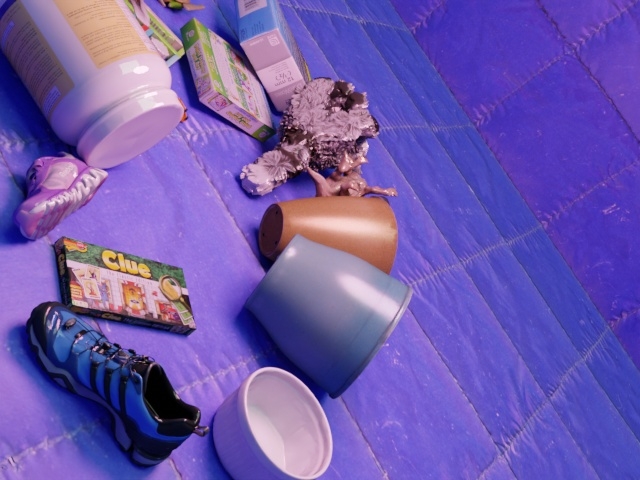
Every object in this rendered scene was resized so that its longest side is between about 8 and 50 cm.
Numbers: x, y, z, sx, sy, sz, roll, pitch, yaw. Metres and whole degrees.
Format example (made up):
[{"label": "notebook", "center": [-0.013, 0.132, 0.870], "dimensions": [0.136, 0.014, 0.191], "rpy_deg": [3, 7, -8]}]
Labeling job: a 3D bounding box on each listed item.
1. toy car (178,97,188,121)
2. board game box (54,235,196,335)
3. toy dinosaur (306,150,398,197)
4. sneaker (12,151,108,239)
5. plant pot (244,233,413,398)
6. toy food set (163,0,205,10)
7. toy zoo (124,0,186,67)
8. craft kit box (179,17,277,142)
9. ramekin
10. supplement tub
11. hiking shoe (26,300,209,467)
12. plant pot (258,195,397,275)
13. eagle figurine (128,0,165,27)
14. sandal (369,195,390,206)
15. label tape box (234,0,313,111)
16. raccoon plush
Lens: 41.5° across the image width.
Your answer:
[{"label": "toy car", "center": [-0.337, -0.319, 1.881], "dimensions": [0.040, 0.060, 0.122], "rpy_deg": [-28, 87, -18]}, {"label": "board game box", "center": [-0.331, 0.082, 1.455], "dimensions": [0.259, 0.030, 0.136], "rpy_deg": [19, 41, -47]}, {"label": "toy dinosaur", "center": [0.044, -0.108, 2.058], "dimensions": [0.295, 0.200, 0.127], "rpy_deg": [-3, 62, -54]}, {"label": "sneaker", "center": [-0.452, -0.085, 1.405], "dimensions": [0.104, 0.095, 0.236], "rpy_deg": [42, 24, -6]}, {"label": "plant pot", "center": [0.002, 0.128, 1.678], "dimensions": [0.255, 0.271, 0.271], "rpy_deg": [37, 29, -1]}, {"label": "toy food set", "center": [-0.396, -0.644, 2.178], "dimensions": [0.192, 0.038, 0.132], "rpy_deg": [42, 23, 2]}, {"label": "toy zoo", "center": [-0.423, -0.452, 1.917], "dimensions": [0.192, 0.030, 0.293], "rpy_deg": [46, 29, -13]}, {"label": "craft kit box", "center": [-0.226, -0.394, 2.090], "dimensions": [0.246, 0.061, 0.250], "rpy_deg": [33, 32, -52]}, {"label": "ramekin", "center": [-0.088, 0.333, 1.449], "dimensions": [0.207, 0.109, 0.207], "rpy_deg": [37, 31, -27]}, {"label": "supplement tub", "center": [-0.424, -0.322, 1.546], "dimensions": [0.331, 0.241, 0.241], "rpy_deg": [56, 28, 6]}, {"label": "hiking shoe", "center": [-0.300, 0.193, 1.264], "dimensions": [0.304, 0.132, 0.113], "rpy_deg": [48, 28, -9]}, {"label": "plant pot", "center": [0.000, 0.000, 1.873], "dimensions": [0.254, 0.237, 0.237], "rpy_deg": [10, 48, -30]}, {"label": "eagle figurine", "center": [-0.463, -0.611, 1.803], "dimensions": [0.298, 0.226, 0.225], "rpy_deg": [10, 73, -6]}, {"label": "sandal", "center": [0.124, -0.009, 2.019], "dimensions": [0.054, 0.254, 0.097], "rpy_deg": [-4, 46, -20]}, {"label": "label tape box", "center": [-0.109, -0.480, 2.288], "dimensions": [0.249, 0.115, 0.348], "rpy_deg": [-102, 169, -45]}, {"label": "raccoon plush", "center": [-0.047, -0.217, 2.129], "dimensions": [0.446, 0.299, 0.216], "rpy_deg": [-30, 69, -22]}]
